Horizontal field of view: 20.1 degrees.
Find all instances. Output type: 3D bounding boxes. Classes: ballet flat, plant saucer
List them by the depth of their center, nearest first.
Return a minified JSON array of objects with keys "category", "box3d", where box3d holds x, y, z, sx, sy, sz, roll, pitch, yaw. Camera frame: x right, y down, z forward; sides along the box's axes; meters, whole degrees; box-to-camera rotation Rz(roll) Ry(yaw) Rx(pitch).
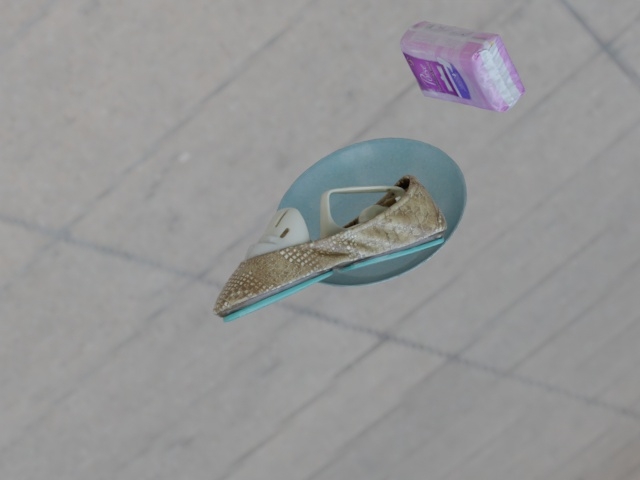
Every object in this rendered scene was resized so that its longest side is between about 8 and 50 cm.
[{"category":"ballet flat","box3d":[0.000,0.000,1.357,0.206,0.067,0.073,-20,-179,-31]},{"category":"plant saucer","box3d":[0.052,-0.019,1.755,0.195,0.195,0.037,-34,135,-9]}]

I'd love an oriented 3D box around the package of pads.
[{"category":"package of pads","box3d":[0.093,-0.115,1.190,0.032,0.083,0.050,-41,123,-21]}]
